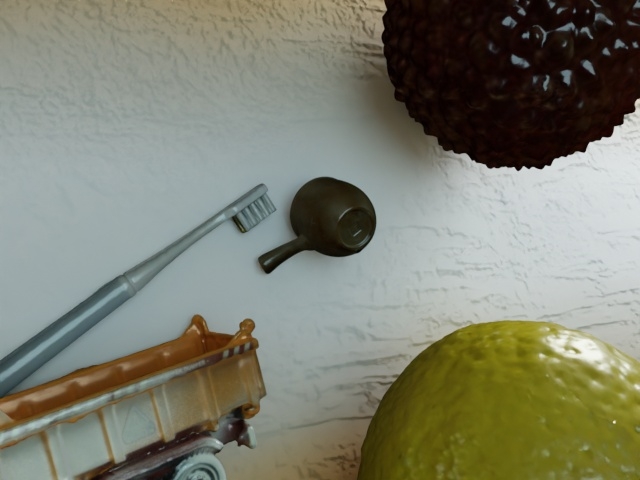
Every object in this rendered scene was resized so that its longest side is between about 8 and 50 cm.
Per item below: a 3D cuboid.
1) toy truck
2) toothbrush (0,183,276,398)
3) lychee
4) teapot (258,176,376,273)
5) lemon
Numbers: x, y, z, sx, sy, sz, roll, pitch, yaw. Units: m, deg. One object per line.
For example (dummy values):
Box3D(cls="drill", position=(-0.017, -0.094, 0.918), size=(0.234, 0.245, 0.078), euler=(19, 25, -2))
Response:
Box3D(cls="toy truck", position=(-0.168, 0.136, 0.398), size=(0.270, 0.114, 0.135), euler=(-16, 94, -34))
Box3D(cls="toothbrush", position=(-0.168, 0.053, 0.477), size=(0.342, 0.025, 0.030), euler=(-37, 102, -26))
Box3D(cls="lychee", position=(0.187, -0.198, 0.567), size=(0.264, 0.300, 0.264), euler=(3, 110, 8))
Box3D(cls="teapot", position=(0.000, 0.000, 0.543), size=(0.110, 0.080, 0.085), euler=(-41, 120, -11))
Box3D(cls="lemon", position=(0.150, 0.204, 0.469), size=(0.253, 0.253, 0.310), euler=(28, 69, -18))
